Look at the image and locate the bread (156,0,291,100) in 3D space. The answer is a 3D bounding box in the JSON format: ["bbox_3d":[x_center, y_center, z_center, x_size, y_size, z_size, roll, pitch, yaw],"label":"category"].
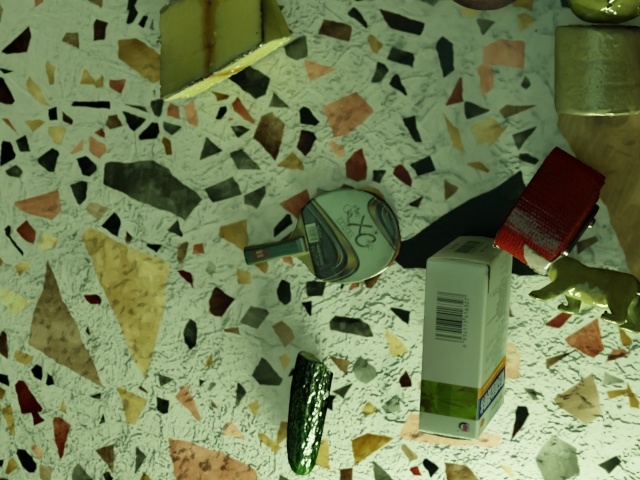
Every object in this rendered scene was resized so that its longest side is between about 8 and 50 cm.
[{"bbox_3d":[-0.198,-0.373,1.984,0.240,0.135,0.178,-24,92,25],"label":"bread"}]

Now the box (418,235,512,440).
[{"bbox_3d":[0.245,0.157,1.886,0.106,0.200,0.299,7,103,21],"label":"box"}]

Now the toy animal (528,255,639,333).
[{"bbox_3d":[0.436,0.074,1.867,0.219,0.103,0.101,17,87,19],"label":"toy animal"}]

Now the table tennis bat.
[{"bbox_3d":[0.000,0.000,2.047,0.301,0.022,0.173,-10,96,20],"label":"table tennis bat"}]

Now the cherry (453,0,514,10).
[{"bbox_3d":[0.252,-0.472,1.766,0.266,0.184,0.213,46,135,36],"label":"cherry"}]

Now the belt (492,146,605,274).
[{"bbox_3d":[0.376,-0.043,1.816,0.124,0.128,0.201,33,73,11],"label":"belt"}]

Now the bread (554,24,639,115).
[{"bbox_3d":[0.435,-0.267,1.758,0.134,0.148,0.141,3,102,29],"label":"bread"}]

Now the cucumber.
[{"bbox_3d":[-0.026,0.323,2.093,0.075,0.074,0.241,14,106,18],"label":"cucumber"}]

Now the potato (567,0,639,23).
[{"bbox_3d":[0.461,-0.420,1.677,0.143,0.169,0.248,38,136,0],"label":"potato"}]
